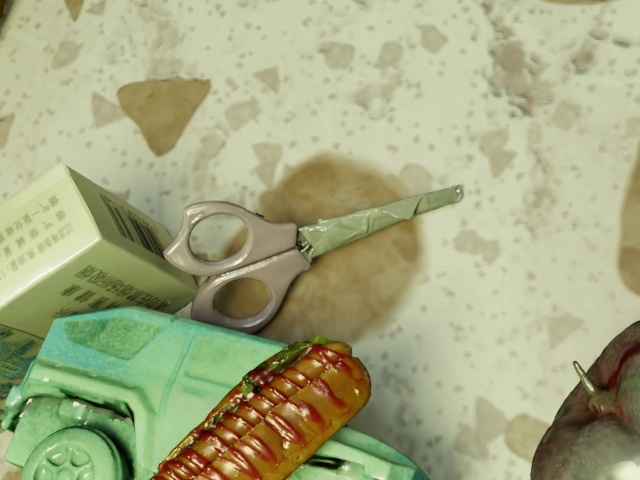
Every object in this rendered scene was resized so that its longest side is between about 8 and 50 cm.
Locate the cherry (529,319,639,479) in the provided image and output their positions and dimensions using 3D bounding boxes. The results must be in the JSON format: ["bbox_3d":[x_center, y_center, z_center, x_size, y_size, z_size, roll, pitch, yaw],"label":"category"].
[{"bbox_3d":[0.213,0.126,0.660,0.176,0.140,0.176,0,92,2],"label":"cherry"}]

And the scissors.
[{"bbox_3d":[0.000,0.000,0.809,0.212,0.110,0.021,-17,28,1],"label":"scissors"}]

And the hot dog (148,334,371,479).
[{"bbox_3d":[-0.036,0.107,0.645,0.144,0.038,0.062,-37,57,-10],"label":"hot dog"}]

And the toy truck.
[{"bbox_3d":[-0.061,0.145,0.738,0.278,0.155,0.156,12,70,21],"label":"toy truck"}]

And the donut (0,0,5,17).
[{"bbox_3d":[-0.378,-0.210,0.844,0.170,0.360,0.360,25,83,17],"label":"donut"}]

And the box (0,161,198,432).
[{"bbox_3d":[-0.231,0.065,0.809,0.256,0.164,0.069,-34,68,6],"label":"box"}]
